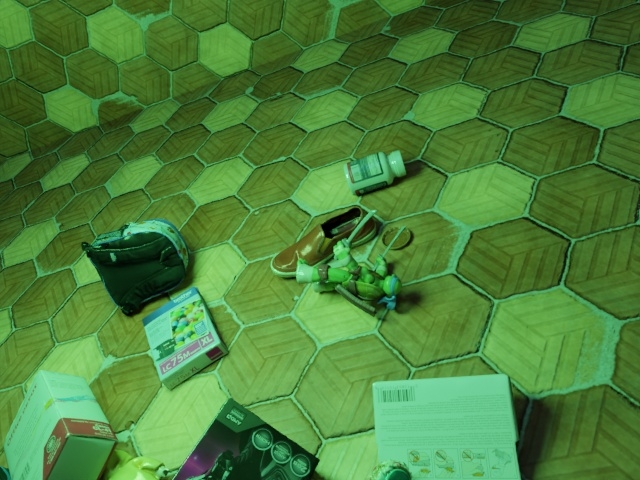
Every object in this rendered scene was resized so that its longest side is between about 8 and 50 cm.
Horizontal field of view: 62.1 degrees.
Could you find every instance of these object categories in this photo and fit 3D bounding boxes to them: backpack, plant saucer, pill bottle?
[{"bbox_3d":[-0.547,0.059,1.666,0.263,0.276,0.213,-14,30,9],"label":"backpack"},{"bbox_3d":[0.214,-0.005,1.502,0.084,0.013,0.083,-14,44,14],"label":"plant saucer"},{"bbox_3d":[0.172,-0.216,1.667,0.180,0.108,0.108,-16,42,11],"label":"pill bottle"}]

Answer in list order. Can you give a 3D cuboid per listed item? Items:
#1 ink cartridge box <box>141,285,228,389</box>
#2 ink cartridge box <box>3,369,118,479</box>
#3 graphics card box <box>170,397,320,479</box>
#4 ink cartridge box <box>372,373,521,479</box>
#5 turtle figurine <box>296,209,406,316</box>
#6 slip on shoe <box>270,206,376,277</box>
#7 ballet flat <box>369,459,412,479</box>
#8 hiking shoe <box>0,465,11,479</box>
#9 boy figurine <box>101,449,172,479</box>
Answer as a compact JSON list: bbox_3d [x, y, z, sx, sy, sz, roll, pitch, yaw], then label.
[{"bbox_3d":[-0.399,0.254,1.519,0.186,0.065,0.311,-32,40,-7],"label":"ink cartridge box"},{"bbox_3d":[-0.628,0.483,1.269,0.306,0.131,0.226,27,90,51],"label":"ink cartridge box"},{"bbox_3d":[-0.190,0.520,1.006,0.233,0.094,0.371,34,53,4],"label":"graphics card box"},{"bbox_3d":[0.247,0.394,1.049,0.275,0.060,0.238,-9,69,19],"label":"ink cartridge box"},{"bbox_3d":[0.086,0.050,1.381,0.266,0.274,0.198,-5,11,29],"label":"turtle figurine"},{"bbox_3d":[0.000,0.000,1.541,0.331,0.101,0.123,-26,43,3],"label":"slip on shoe"},{"bbox_3d":[0.091,0.518,0.987,0.241,0.091,0.077,-54,8,-13],"label":"ballet flat"},{"bbox_3d":[-0.782,0.674,1.232,0.113,0.132,0.304,-23,42,5],"label":"hiking shoe"},{"bbox_3d":[-0.418,0.568,1.187,0.285,0.092,0.177,18,58,40],"label":"boy figurine"}]
